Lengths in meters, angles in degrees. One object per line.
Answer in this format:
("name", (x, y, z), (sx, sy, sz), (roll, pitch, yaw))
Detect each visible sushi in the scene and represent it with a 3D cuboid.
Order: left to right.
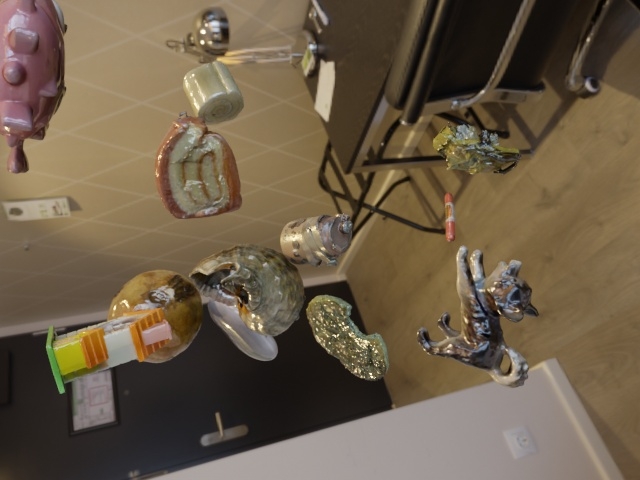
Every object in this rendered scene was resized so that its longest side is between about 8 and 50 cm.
("sushi", (0.508, -0.296, 1.567), (0.139, 0.290, 0.131), (134, 144, -63))

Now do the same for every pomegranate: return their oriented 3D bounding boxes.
("pomegranate", (-0.554, 0.253, 1.598), (0.322, 0.322, 0.322), (173, 90, -69))

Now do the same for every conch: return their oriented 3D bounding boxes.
("conch", (-0.135, 0.080, 0.970), (0.210, 0.159, 0.291), (26, 156, 22))

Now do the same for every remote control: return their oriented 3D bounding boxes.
("remote control", (-0.279, 0.318, 1.696), (0.221, 0.103, 0.332), (-2, 133, 43))

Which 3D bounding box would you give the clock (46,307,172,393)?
("clock", (-0.498, 0.233, 1.126), (0.219, 0.255, 0.106), (4, 108, 61))

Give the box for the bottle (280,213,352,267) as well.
("bottle", (-0.001, -0.001, 0.888), (0.152, 0.098, 0.099), (-7, 90, 50))

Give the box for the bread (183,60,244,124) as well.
("bread", (-0.313, -0.427, 1.387), (0.141, 0.148, 0.134), (62, 178, 23))

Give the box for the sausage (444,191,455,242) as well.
("sausage", (0.446, -0.084, 1.624), (0.034, 0.034, 0.253), (106, 178, -45))

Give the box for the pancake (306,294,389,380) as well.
("pancake", (0.061, 0.231, 1.120), (0.253, 0.037, 0.254), (34, 146, 28))

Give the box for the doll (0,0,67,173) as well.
("doll", (-0.376, -0.205, 0.598), (0.211, 0.093, 0.262), (52, 129, 54))

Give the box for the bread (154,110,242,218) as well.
("bread", (-0.279, -0.162, 1.069), (0.123, 0.190, 0.244), (-136, 34, -61))

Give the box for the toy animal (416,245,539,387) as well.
("toy animal", (0.485, 0.214, 1.326), (0.302, 0.194, 0.344), (31, 105, 33))
